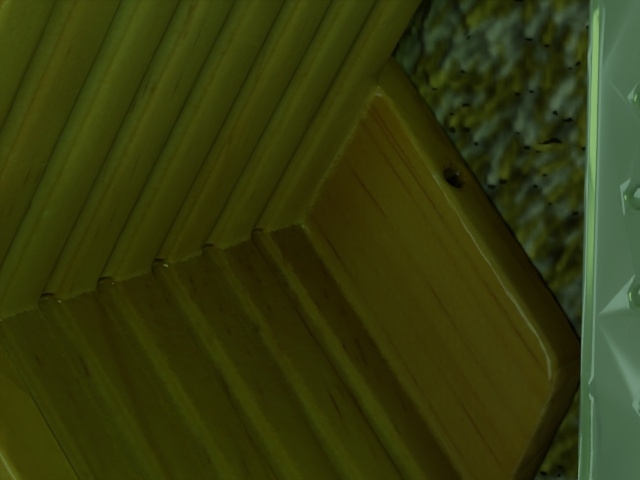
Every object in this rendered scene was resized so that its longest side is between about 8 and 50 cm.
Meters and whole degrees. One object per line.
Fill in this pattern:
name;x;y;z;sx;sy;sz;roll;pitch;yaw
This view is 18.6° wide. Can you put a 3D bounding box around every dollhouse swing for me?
dollhouse swing;0.000;0.000;0.828;0.305;0.347;0.315;-43;74;38

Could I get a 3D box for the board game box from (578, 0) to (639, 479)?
board game box;0.276;-0.009;0.673;0.390;0.050;0.390;4;95;35
